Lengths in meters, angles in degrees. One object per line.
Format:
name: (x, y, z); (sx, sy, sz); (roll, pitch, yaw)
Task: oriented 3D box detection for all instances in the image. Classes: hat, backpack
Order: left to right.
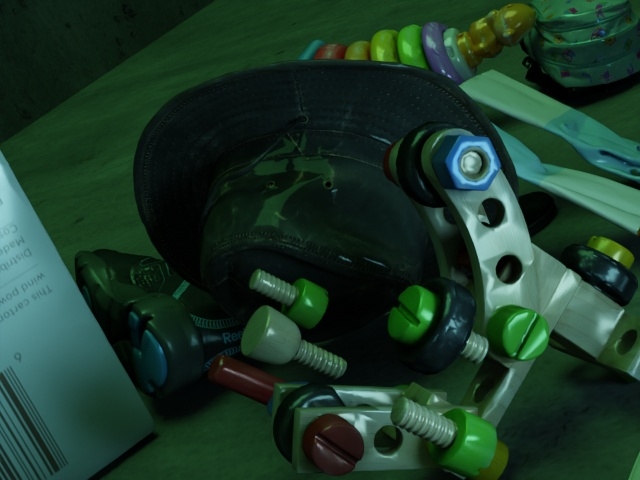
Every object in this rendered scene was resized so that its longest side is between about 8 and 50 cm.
hat: (0.000, 0.000, 1.092); (0.331, 0.331, 0.134); (-19, 38, 20)
backpack: (0.308, -0.240, 1.545); (0.152, 0.115, 0.182); (-21, 23, 7)

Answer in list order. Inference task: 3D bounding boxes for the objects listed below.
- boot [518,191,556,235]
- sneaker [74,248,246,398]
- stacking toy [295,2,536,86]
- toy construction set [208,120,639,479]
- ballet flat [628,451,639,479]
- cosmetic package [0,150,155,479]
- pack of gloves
boot: (0.161, -0.043, 1.240); (0.121, 0.099, 0.045); (-34, 22, -21)
sneaker: (-0.162, 0.078, 1.363); (0.139, 0.125, 0.341); (-14, 18, -24)
stacking toy: (0.124, -0.203, 1.573); (0.302, 0.166, 0.175); (-24, 18, 24)
toy construction set: (0.093, 0.088, 0.932); (0.309, 0.237, 0.257); (-29, 40, 54)
ballet flat: (0.233, 0.131, 0.659); (0.342, 0.124, 0.116); (-29, 19, -7)
cosmetic package: (-0.432, 0.112, 1.260); (0.329, 0.327, 0.393); (-36, 20, -25)
pack of gloves: (0.209, -0.072, 1.194); (0.232, 0.046, 0.195); (29, 30, 21)
